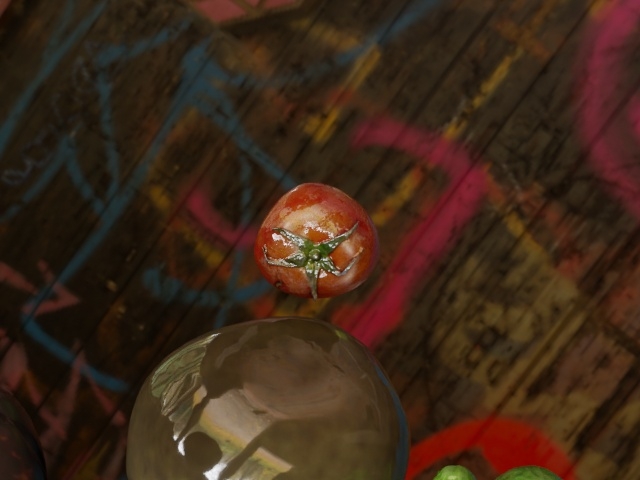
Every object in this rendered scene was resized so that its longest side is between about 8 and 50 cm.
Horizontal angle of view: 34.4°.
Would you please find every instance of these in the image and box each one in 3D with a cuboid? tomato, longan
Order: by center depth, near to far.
[{"bbox_3d":[-0.069,0.260,1.335,0.361,0.361,0.361,35,-173,-5],"label":"longan"},{"bbox_3d":[0.000,0.000,1.384,0.167,0.167,0.167,35,-173,-5],"label":"tomato"}]

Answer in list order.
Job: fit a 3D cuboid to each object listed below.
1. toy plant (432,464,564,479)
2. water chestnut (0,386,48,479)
[{"bbox_3d":[0.153,0.359,0.997,0.224,0.316,0.184,43,151,-7],"label":"toy plant"},{"bbox_3d":[-0.365,0.243,0.899,0.244,0.289,0.289,12,-163,-24],"label":"water chestnut"}]
